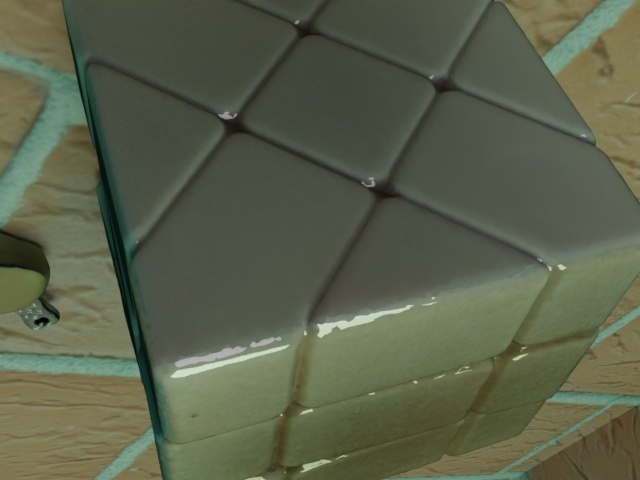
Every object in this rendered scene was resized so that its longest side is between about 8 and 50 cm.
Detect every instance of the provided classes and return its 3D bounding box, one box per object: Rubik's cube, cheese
[{"bbox_3d":[0.000,0.000,0.649,0.318,0.322,0.316,-13,148,-15],"label":"Rubik's cube"},{"bbox_3d":[-0.296,0.040,0.792,0.092,0.048,0.171,-29,147,16],"label":"cheese"}]
